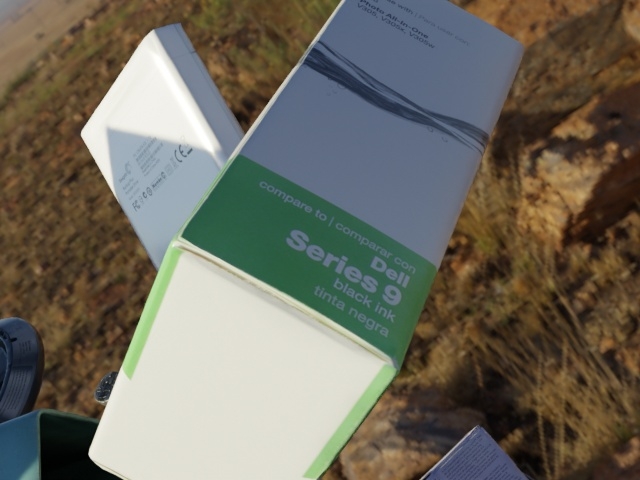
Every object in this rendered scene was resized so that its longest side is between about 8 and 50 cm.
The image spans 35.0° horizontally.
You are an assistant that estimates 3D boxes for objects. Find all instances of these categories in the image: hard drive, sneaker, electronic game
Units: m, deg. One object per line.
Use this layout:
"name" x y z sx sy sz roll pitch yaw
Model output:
"hard drive" -0.116 -0.014 1.056 0.047 0.353 0.233 -26 -6 -37
"sneaker" -0.241 0.221 1.408 0.170 0.089 0.051 -14 46 50
"electronic game" -0.398 0.191 1.157 0.229 0.048 0.229 -27 43 28

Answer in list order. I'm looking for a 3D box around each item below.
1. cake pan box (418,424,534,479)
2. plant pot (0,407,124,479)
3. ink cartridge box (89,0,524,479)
"cake pan box" 0.200 0.411 1.310 0.267 0.246 0.070 -41 -7 -16
"plant pot" -0.253 0.248 0.807 0.234 0.165 0.166 -17 66 25
"ink cartridge box" 0.000 0.000 0.605 0.289 0.121 0.211 -61 0 -44
